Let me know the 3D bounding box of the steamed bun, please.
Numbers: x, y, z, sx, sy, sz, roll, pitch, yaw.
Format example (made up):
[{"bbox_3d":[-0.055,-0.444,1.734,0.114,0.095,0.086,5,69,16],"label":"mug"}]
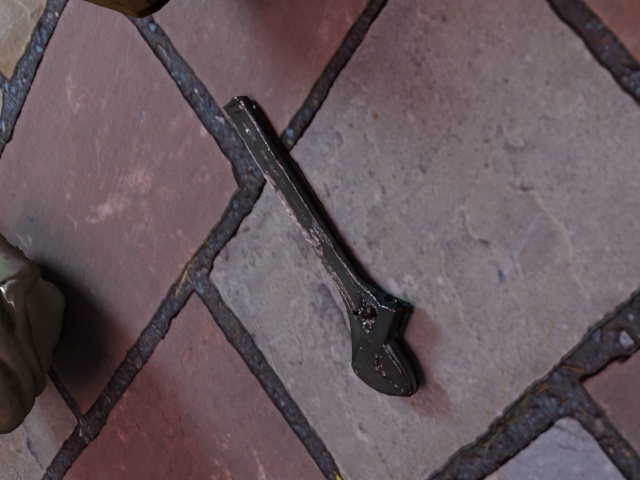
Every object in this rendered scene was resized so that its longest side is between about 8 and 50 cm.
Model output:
[{"bbox_3d":[-0.403,0.117,1.298,0.280,0.207,0.268,52,132,45],"label":"steamed bun"}]

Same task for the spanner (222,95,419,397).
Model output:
[{"bbox_3d":[0.000,0.000,0.994,0.325,0.026,0.093,58,136,15],"label":"spanner"}]

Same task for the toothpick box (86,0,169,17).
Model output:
[{"bbox_3d":[-0.199,-0.363,0.845,0.190,0.187,0.308,25,154,39],"label":"toothpick box"}]
